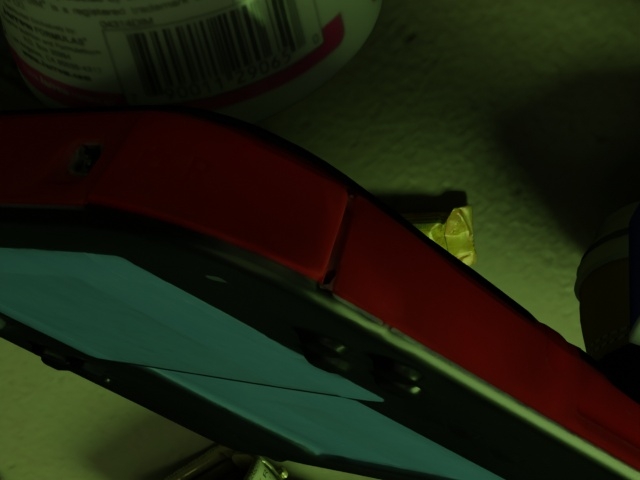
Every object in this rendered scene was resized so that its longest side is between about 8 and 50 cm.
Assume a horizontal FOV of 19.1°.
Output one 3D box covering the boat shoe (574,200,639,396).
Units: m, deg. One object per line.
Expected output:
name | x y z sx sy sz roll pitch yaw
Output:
boat shoe | 0.365 0.104 0.936 0.500 0.156 0.187 11 157 -4

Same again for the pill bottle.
pill bottle | -0.076 -0.190 0.706 0.160 0.160 0.283 -6 134 9

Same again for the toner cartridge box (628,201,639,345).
toner cartridge box | 0.256 -0.073 0.709 0.165 0.075 0.348 16 135 -6

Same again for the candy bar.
candy bar | 0.000 0.000 0.987 0.161 0.018 0.040 -1 131 6

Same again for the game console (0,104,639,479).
game console | -0.040 0.046 0.858 0.342 0.060 0.386 36 160 -34

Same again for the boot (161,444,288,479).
boot | 0.008 0.180 1.124 0.213 0.077 0.165 -19 128 25
